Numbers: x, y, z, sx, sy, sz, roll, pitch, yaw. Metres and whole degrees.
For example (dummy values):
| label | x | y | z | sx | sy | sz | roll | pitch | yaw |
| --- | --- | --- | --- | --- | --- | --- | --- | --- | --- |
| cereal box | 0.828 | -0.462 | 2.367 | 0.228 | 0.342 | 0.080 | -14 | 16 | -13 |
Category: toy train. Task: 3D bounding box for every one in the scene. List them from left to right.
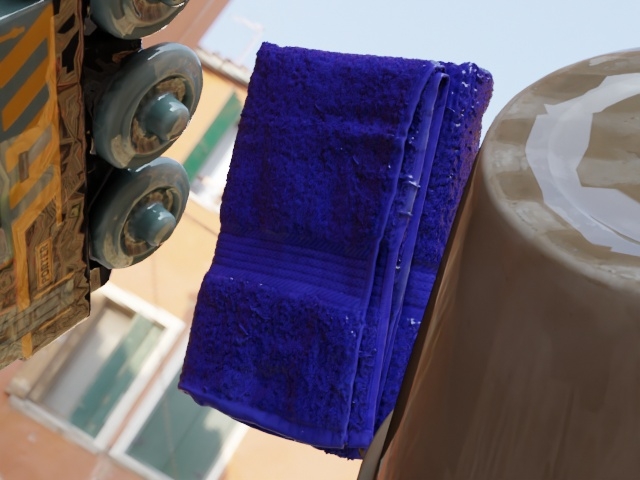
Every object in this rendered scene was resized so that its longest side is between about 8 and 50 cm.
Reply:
| label | x | y | z | sx | sy | sz | roll | pitch | yaw |
| --- | --- | --- | --- | --- | --- | --- | --- | --- | --- |
| toy train | -0.166 | -0.070 | 0.644 | 0.142 | 0.190 | 0.334 | 35 | -39 | 21 |

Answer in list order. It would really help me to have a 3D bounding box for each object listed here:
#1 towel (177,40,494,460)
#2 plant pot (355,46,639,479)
| label | x | y | z | sx | sy | sz | roll | pitch | yaw |
| --- | --- | --- | --- | --- | --- | --- | --- | --- | --- |
| towel | 0.000 | 0.000 | 0.932 | 0.228 | 0.308 | 0.076 | 11 | -4 | 35 |
| plant pot | 0.167 | 0.078 | 0.549 | 0.323 | 0.323 | 0.280 | 19 | -47 | 27 |
